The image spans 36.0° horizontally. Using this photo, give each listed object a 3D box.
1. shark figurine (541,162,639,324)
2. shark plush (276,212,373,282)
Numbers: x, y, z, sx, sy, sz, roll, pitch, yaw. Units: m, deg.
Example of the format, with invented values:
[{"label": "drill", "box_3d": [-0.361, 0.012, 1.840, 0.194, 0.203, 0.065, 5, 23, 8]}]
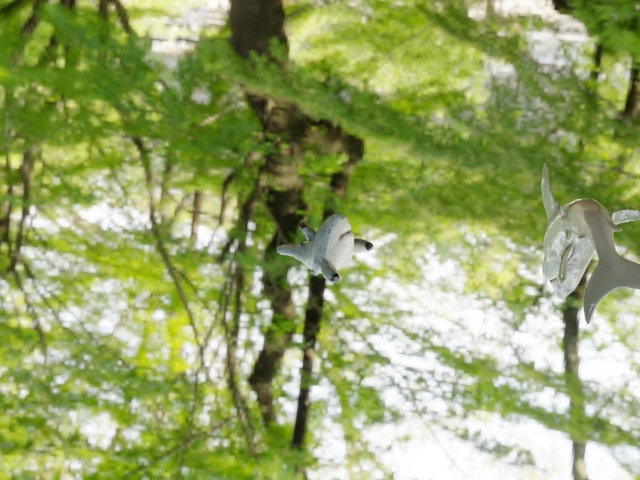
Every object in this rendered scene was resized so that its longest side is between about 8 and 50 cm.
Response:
[{"label": "shark figurine", "box_3d": [0.312, -0.008, 1.066, 0.116, 0.166, 0.278, -5, -178, 0]}, {"label": "shark plush", "box_3d": [0.000, 0.000, 1.193, 0.073, 0.067, 0.161, -38, -165, -17]}]
